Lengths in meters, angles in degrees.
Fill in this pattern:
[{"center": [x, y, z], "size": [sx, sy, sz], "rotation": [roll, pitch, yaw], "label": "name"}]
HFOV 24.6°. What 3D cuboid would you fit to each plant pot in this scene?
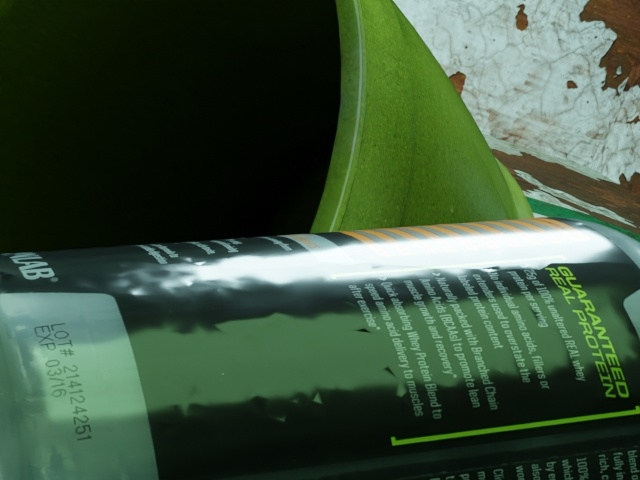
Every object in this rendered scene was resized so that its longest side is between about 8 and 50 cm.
[{"center": [-0.043, -0.008, 0.866], "size": [0.366, 0.366, 0.353], "rotation": [30, 4, 36], "label": "plant pot"}]

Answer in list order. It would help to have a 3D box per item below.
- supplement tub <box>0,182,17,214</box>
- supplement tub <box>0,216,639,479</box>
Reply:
[{"center": [-0.243, 0.001, 0.952], "size": [0.071, 0.107, 0.071], "rotation": [21, 12, -5], "label": "supplement tub"}, {"center": [0.021, 0.091, 0.545], "size": [0.316, 0.193, 0.193], "rotation": [-4, 22, -22], "label": "supplement tub"}]
